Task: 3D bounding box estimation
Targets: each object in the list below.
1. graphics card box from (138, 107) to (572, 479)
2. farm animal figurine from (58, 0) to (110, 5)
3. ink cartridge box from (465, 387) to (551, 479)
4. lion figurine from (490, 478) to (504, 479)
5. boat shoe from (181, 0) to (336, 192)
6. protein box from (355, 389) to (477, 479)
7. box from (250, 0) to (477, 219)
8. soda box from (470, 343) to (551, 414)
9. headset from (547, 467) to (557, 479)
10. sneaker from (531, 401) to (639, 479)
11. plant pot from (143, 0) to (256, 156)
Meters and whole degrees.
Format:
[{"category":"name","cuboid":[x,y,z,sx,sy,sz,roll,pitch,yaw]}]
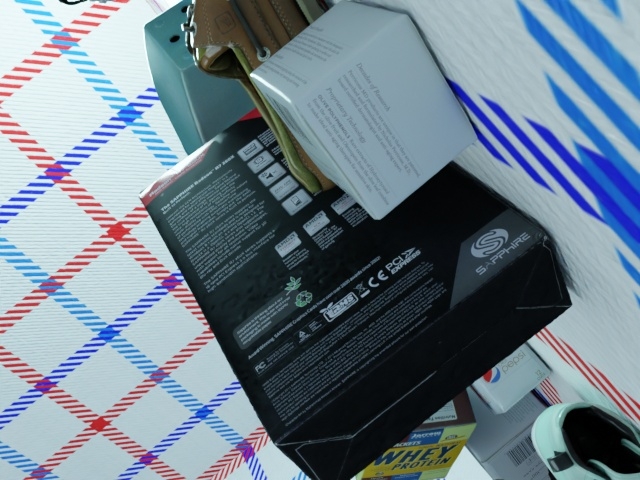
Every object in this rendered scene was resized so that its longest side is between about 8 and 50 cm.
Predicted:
[{"category":"graphics card box","cuboid":[0.000,0.000,0.630,0.371,0.233,0.094,47,173,50]},{"category":"farm animal figurine","cuboid":[-0.354,-0.429,0.858,0.326,0.172,0.330,61,175,-25]},{"category":"ink cartridge box","cuboid":[0.282,0.291,1.224,0.272,0.130,0.309,52,178,-37]},{"category":"lion figurine","cuboid":[0.297,0.469,0.971,0.392,0.142,0.240,21,-130,-32]},{"category":"boat shoe","cuboid":[-0.062,-0.177,0.574,0.307,0.104,0.111,51,179,7]},{"category":"protein box","cuboid":[0.111,0.218,1.042,0.199,0.136,0.201,97,166,-52]},{"category":"box","cuboid":[0.026,-0.089,0.477,0.102,0.087,0.101,51,179,-30]},{"category":"soda box","cuboid":[0.233,0.174,0.932,0.069,0.074,0.216,50,179,17]},{"category":"headset","cuboid":[0.358,0.408,0.861,0.243,0.185,0.394,50,-170,-9]},{"category":"sneaker","cuboid":[0.304,0.262,0.688,0.256,0.094,0.151,49,175,21]},{"category":"plant pot","cuboid":[-0.107,-0.183,0.900,0.165,0.166,0.234,50,170,32]}]
